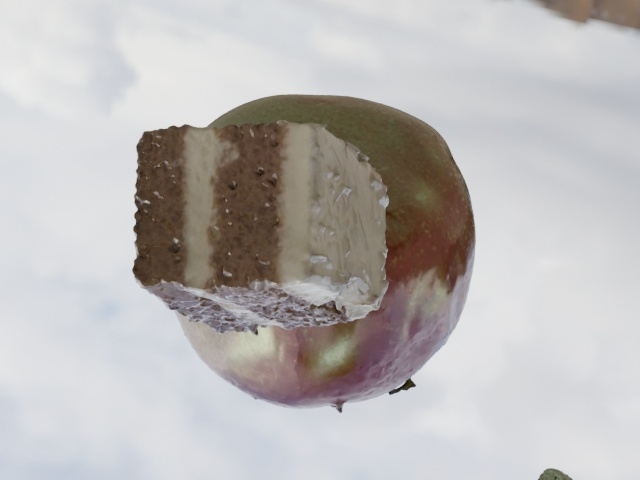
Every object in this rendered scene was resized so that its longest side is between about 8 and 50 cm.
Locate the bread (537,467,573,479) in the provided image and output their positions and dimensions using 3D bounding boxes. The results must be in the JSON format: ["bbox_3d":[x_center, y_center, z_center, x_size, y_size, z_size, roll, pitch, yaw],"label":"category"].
[{"bbox_3d":[0.217,0.281,1.481,0.036,0.193,0.112,-17,150,27],"label":"bread"}]

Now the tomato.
[{"bbox_3d":[0.000,0.000,1.756,0.304,0.239,0.303,0,-132,0],"label":"tomato"}]

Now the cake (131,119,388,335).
[{"bbox_3d":[-0.038,-0.012,1.318,0.147,0.134,0.135,-11,160,26],"label":"cake"}]
